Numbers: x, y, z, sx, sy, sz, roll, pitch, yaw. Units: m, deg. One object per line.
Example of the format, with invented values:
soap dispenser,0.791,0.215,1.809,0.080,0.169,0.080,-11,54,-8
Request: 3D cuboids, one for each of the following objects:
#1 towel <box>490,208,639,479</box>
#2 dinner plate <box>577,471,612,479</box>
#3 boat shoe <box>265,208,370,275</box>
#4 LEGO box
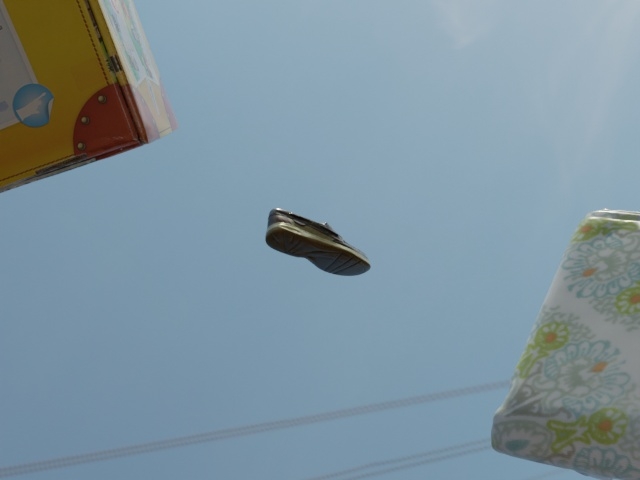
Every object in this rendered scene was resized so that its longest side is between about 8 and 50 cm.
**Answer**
towel,0.403,0.116,1.338,0.374,0.320,0.090,-59,-44,-33
dinner plate,0.298,0.255,1.448,0.017,0.141,0.141,-51,-55,-10
boat shoe,0.000,0.000,1.431,0.152,0.056,0.049,25,-130,-35
LEGO box,-0.411,-0.281,1.175,0.372,0.193,0.500,-18,-81,6
